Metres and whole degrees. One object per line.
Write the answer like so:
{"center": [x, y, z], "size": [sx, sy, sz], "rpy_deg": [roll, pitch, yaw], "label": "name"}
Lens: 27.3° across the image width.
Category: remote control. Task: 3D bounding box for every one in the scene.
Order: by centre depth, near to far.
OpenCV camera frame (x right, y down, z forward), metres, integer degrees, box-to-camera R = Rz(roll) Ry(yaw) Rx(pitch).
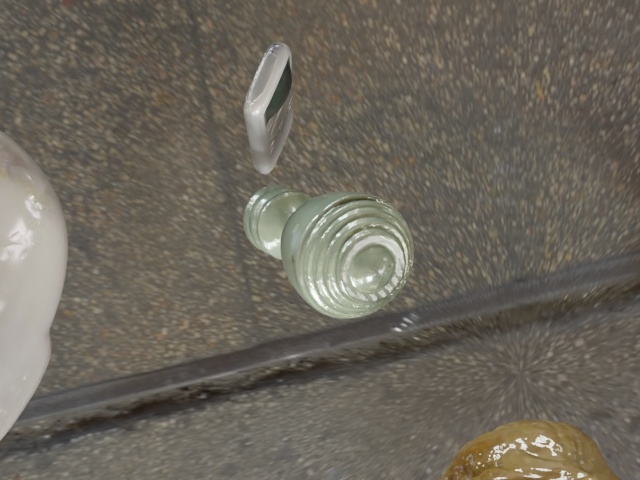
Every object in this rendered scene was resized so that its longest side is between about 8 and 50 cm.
{"center": [-0.040, -0.110, 1.162], "size": [0.029, 0.261, 0.067], "rpy_deg": [22, 83, 2], "label": "remote control"}

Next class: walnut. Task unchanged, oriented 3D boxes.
{"center": [0.157, 0.213, 0.985], "size": [0.156, 0.184, 0.155], "rpy_deg": [8, 56, -12], "label": "walnut"}

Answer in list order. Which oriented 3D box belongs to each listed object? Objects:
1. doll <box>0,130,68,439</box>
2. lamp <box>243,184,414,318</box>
{"center": [-0.221, 0.047, 0.596], "size": [0.221, 0.221, 0.251], "rpy_deg": [44, 74, 10], "label": "doll"}
{"center": [0.000, 0.000, 1.105], "size": [0.106, 0.193, 0.106], "rpy_deg": [-10, 109, -29], "label": "lamp"}
